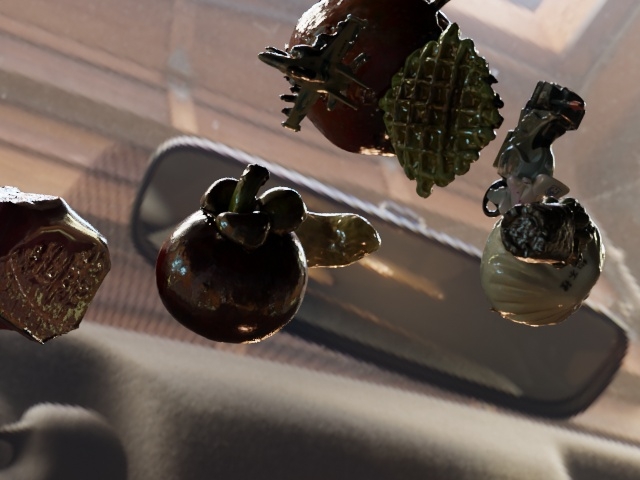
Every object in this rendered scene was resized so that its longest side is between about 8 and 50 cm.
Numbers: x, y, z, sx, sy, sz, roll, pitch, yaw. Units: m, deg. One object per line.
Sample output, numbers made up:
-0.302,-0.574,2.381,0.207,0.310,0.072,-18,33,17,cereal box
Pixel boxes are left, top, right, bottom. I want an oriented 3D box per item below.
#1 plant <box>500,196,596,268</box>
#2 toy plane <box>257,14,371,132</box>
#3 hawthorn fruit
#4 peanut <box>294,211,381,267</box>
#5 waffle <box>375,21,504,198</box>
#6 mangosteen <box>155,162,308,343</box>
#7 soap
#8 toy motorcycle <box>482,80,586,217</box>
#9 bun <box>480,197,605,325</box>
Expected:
0.284,-0.009,1.460,0.143,0.092,0.094,-4,-93,-55,plant
-0.022,-0.241,1.606,0.088,0.192,0.262,44,-162,32,toy plane
0.096,-0.274,1.905,0.316,0.316,0.316,25,-150,-15,hawthorn fruit
0.000,0.000,2.398,0.253,0.122,0.137,1,176,7,peanut
0.173,-0.188,1.701,0.054,0.208,0.214,9,-132,-49,waffle
-0.110,0.016,1.607,0.215,0.257,0.215,20,-162,-7,mangosteen
-0.450,0.039,1.763,0.127,0.220,0.325,19,163,20,soap
0.318,-0.127,1.686,0.102,0.221,0.150,28,174,-30,toy motorcycle
0.451,0.055,2.206,0.263,0.263,0.175,12,-169,-34,bun
